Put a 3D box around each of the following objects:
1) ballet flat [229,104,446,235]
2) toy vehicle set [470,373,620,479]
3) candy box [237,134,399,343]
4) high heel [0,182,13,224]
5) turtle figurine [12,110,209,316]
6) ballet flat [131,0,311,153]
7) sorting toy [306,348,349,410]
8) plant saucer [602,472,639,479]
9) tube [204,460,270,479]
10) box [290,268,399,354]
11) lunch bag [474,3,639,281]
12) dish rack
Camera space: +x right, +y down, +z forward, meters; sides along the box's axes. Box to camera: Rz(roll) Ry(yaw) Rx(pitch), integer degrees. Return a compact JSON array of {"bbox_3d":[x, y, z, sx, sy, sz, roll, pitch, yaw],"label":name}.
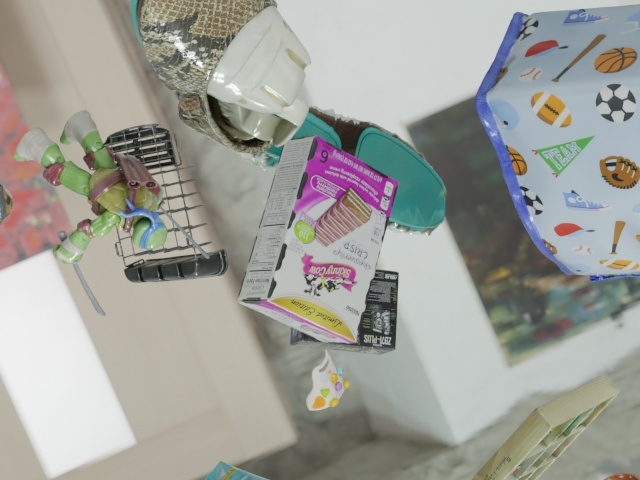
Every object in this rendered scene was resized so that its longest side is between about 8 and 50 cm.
[{"bbox_3d":[0.009,-0.124,2.072,0.409,0.147,0.147,26,150,-33],"label":"ballet flat"},{"bbox_3d":[0.308,0.305,2.047,0.166,0.035,0.267,-18,151,-41],"label":"toy vehicle set"},{"bbox_3d":[0.000,0.000,1.841,0.159,0.233,0.071,27,161,-35],"label":"candy box"},{"bbox_3d":[-0.630,-0.132,2.491,0.093,0.261,0.186,-28,169,-32],"label":"high heel"},{"bbox_3d":[-0.339,-0.047,2.147,0.198,0.266,0.274,-39,163,-7],"label":"turtle figurine"},{"bbox_3d":[-0.090,-0.197,1.608,0.164,0.182,0.483,-51,174,-7],"label":"ballet flat"},{"bbox_3d":[0.008,0.210,2.167,0.045,0.075,0.083,6,-138,29],"label":"sorting toy"},{"bbox_3d":[0.330,0.298,1.571,0.083,0.013,0.083,-35,-152,22],"label":"plant saucer"},{"bbox_3d":[-0.113,0.385,2.150,0.207,0.052,0.080,4,-139,48],"label":"tube"},{"bbox_3d":[0.044,0.123,2.542,0.180,0.147,0.077,6,167,-18],"label":"box"},{"bbox_3d":[0.418,-0.105,1.773,0.328,0.385,0.239,-1,-138,33],"label":"lunch bag"},{"bbox_3d":[-0.272,-0.060,2.348,0.208,0.271,0.074,-7,-173,41],"label":"dish rack"}]
